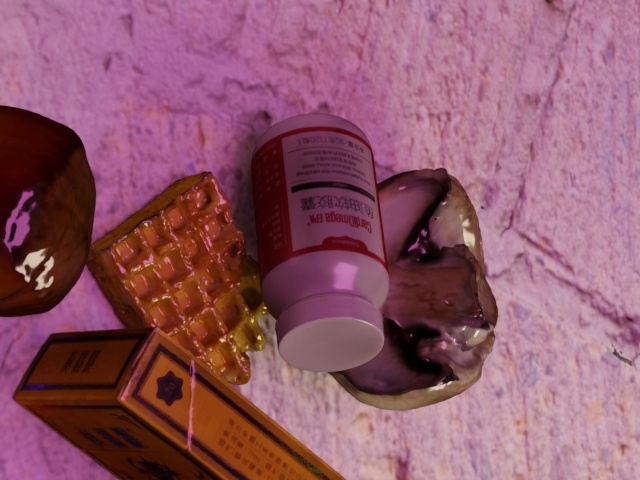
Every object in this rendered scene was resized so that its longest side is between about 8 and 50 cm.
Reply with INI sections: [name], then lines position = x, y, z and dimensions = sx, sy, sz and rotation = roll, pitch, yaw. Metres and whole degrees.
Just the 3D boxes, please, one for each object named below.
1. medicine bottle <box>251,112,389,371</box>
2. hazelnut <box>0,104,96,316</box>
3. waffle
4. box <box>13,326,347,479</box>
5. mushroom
[medicine bottle]
position = 0.000, 0.000, 1.770
dimensions = 0.131, 0.131, 0.250
rotation = 23, 46, -35
[hazelnut]
position = -0.308, -0.025, 1.564
dimensions = 0.208, 0.208, 0.208
rotation = 4, 84, -38
[waffle]
position = -0.125, 0.056, 1.765
dimensions = 0.160, 0.055, 0.211
rotation = -40, 111, -34
[box]
position = -0.122, 0.200, 1.669
dimensions = 0.301, 0.193, 0.084
rotation = 42, 61, -28
[mushroom]
position = 0.096, 0.074, 1.868
dimensions = 0.164, 0.190, 0.267
rotation = 54, 22, -55
